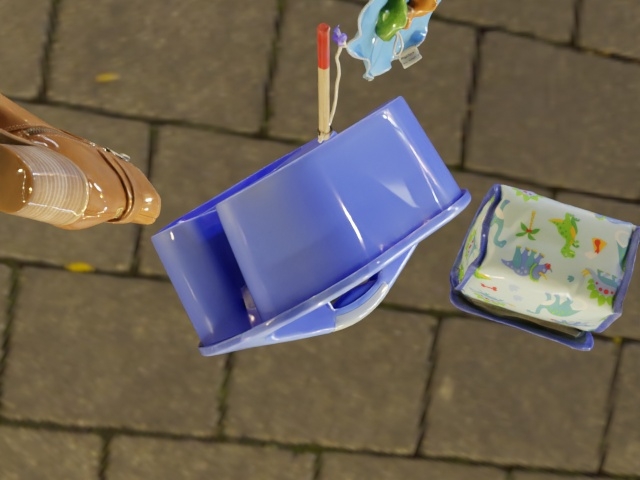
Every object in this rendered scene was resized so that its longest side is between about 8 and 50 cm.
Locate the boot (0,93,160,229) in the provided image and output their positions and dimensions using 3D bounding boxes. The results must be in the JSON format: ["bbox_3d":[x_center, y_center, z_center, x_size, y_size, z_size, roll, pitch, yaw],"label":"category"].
[{"bbox_3d":[-0.218,-0.071,1.308,0.073,0.197,0.152,-53,152,18],"label":"boot"}]

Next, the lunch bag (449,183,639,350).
[{"bbox_3d":[0.176,0.027,1.446,0.129,0.151,0.096,19,75,-1],"label":"lunch bag"}]

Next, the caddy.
[{"bbox_3d":[0.000,0.000,1.784,0.341,0.241,0.179,-34,97,-42],"label":"caddy"}]

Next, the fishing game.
[{"bbox_3d":[0.079,-0.189,1.256,0.041,0.189,0.264,31,65,15],"label":"fishing game"}]
